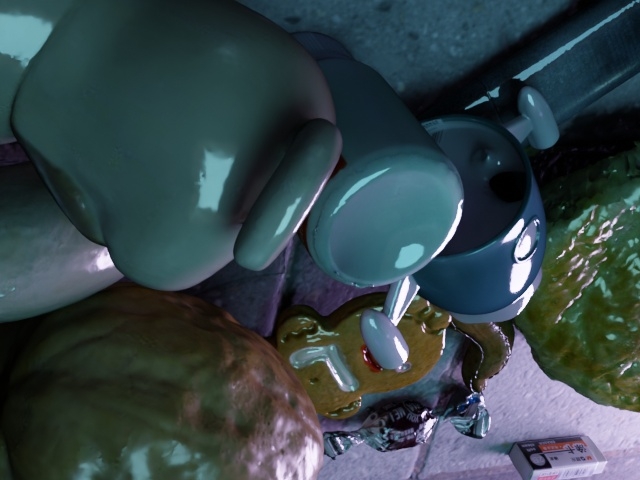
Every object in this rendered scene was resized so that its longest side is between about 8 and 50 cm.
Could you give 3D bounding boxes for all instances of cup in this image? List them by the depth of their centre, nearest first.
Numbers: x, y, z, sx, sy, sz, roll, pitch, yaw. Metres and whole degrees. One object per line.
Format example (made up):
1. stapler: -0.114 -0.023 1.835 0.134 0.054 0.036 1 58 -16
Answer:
1. cup: 0.139 -0.005 1.150 0.299 0.167 0.173 -53 142 -15

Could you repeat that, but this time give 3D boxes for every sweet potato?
1. sweet potato: 0.173 0.093 1.372 0.081 0.062 0.233 -17 137 12

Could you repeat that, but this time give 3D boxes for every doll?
1. doll: -0.151 -0.120 0.885 0.215 0.370 0.226 -53 175 -22

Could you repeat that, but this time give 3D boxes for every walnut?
1. walnut: -0.156 0.188 1.121 0.306 0.306 0.344 -45 126 12

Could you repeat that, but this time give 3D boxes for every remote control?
1. remote control: 0.191 -0.134 1.209 0.377 0.044 0.107 -33 128 1

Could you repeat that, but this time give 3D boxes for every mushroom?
1. mushroom: -0.199 -0.017 1.004 0.350 0.128 0.128 -25 138 -40

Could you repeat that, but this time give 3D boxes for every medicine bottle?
1. medicine bottle: 0.018 -0.075 1.048 0.139 0.225 0.139 -13 131 -16

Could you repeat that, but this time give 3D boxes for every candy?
1. candy: 0.104 0.225 1.447 0.226 0.051 0.094 -5 130 -23

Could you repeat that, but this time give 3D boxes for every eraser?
1. eraser: 0.311 0.286 1.595 0.122 0.052 0.029 -1 128 -26

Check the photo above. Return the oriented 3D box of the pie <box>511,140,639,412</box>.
1. pie: 0.391 0.028 1.354 0.418 0.180 0.395 -19 131 -1

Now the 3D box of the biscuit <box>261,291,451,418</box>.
1. biscuit: 0.025 0.127 1.304 0.249 0.035 0.184 -19 134 6
